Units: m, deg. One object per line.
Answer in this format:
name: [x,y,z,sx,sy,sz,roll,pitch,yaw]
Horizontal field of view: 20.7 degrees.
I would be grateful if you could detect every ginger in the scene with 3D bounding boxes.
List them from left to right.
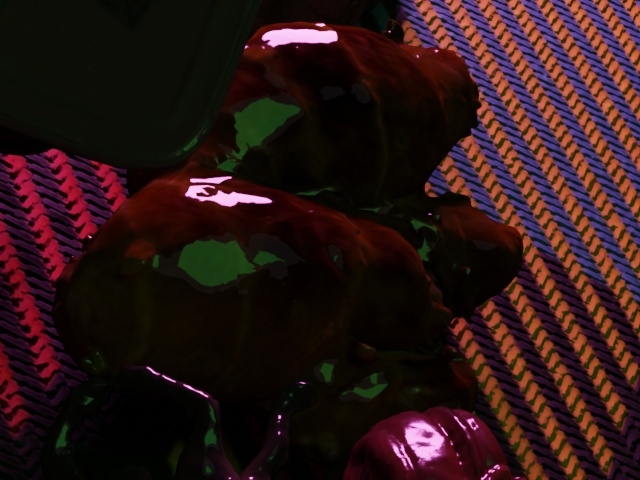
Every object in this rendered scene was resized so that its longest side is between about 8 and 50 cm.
ginger: [0.001,-0.010,1.110,0.274,0.152,0.357,25,48,-4]

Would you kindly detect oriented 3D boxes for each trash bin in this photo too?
trash bin: [-0.165,-0.155,1.001,0.220,0.219,0.250,18,2,-34]

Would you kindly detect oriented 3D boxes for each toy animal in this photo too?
toy animal: [-0.087,0.146,0.932,0.233,0.084,0.148,-15,56,13]

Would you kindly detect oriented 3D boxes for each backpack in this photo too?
backpack: [0.069,0.193,0.929,0.139,0.229,0.229,-8,54,-7]

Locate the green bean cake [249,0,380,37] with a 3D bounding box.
green bean cake: [-0.021,-0.243,1.333,0.173,0.094,0.181,38,46,9]
